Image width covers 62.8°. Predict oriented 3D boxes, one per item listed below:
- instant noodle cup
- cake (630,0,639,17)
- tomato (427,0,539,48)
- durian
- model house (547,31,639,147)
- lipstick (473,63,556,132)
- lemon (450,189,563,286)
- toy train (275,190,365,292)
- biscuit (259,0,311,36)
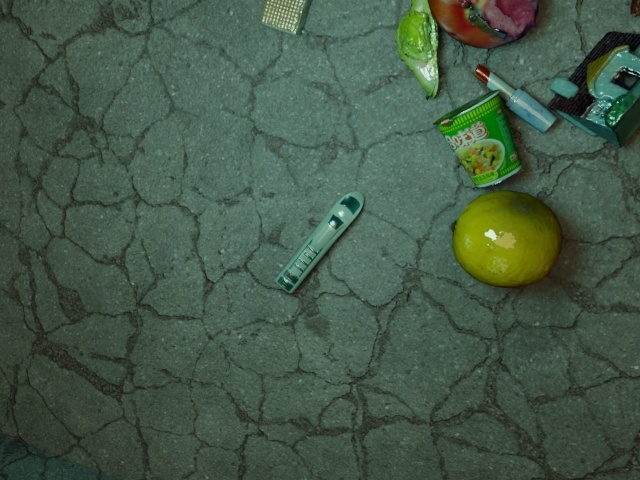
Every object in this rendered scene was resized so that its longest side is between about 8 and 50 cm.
[{"bbox_3d":[0.465,-0.282,1.517,0.207,0.207,0.232,-25,101,17],"label":"instant noodle cup"},{"bbox_3d":[0.922,-0.714,1.386,0.158,0.159,0.261,8,67,13],"label":"cake"},{"bbox_3d":[0.440,-0.674,1.453,0.335,0.176,0.289,35,73,-5],"label":"tomato"},{"bbox_3d":[0.286,-0.602,1.542,0.107,0.132,0.374,-9,96,-12],"label":"durian"},{"bbox_3d":[0.779,-0.441,1.406,0.249,0.230,0.280,45,107,29],"label":"model house"},{"bbox_3d":[0.557,-0.419,1.526,0.274,0.061,0.068,39,109,4],"label":"lipstick"},{"bbox_3d":[0.529,-0.003,1.498,0.297,0.297,0.296,3,101,14],"label":"lemon"},{"bbox_3d":[0.000,0.000,1.735,0.086,0.088,0.407,41,106,5],"label":"toy train"},{"bbox_3d":[-0.061,-0.854,1.599,0.144,0.078,0.425,21,105,9],"label":"biscuit"}]
